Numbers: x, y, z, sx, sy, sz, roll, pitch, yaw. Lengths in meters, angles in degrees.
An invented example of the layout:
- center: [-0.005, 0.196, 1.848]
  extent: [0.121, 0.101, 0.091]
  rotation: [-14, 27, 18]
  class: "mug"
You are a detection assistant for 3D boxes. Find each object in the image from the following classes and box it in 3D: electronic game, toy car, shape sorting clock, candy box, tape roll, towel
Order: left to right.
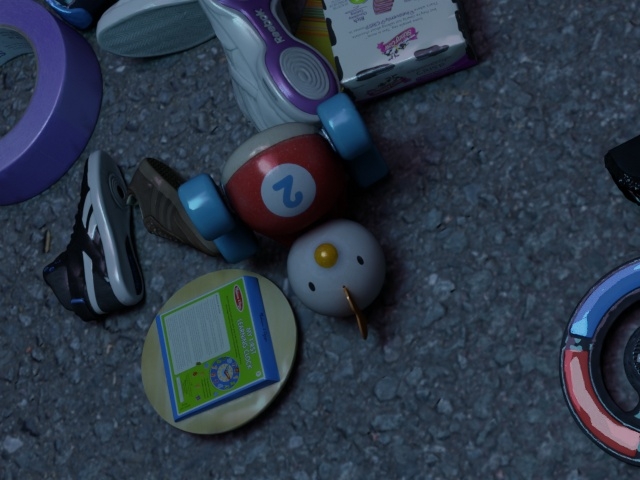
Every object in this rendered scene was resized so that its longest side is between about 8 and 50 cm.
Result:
- center: [-0.434, -0.190, 2.097]
  extent: [0.274, 0.090, 0.275]
  rotation: [-10, 66, 25]
  class: "tape roll"
- center: [-0.120, 0.131, 1.832]
  extent: [0.206, 0.040, 0.206]
  rotation: [-13, 62, 25]
  class: "shape sorting clock"
- center: [0.000, 0.000, 1.736]
  extent: [0.219, 0.210, 0.238]
  rotation: [-31, 72, 2]
  class: "toy car"
- center: [0.002, -0.221, 1.914]
  extent: [0.102, 0.021, 0.237]
  rotation: [11, 77, 35]
  class: "towel"
- center: [0.082, -0.299, 1.847]
  extent: [0.159, 0.071, 0.233]
  rotation: [-17, 68, 14]
  class: "candy box"
- center: [0.353, 0.120, 1.573]
  extent: [0.229, 0.048, 0.229]
  rotation: [-10, 67, 25]
  class: "electronic game"

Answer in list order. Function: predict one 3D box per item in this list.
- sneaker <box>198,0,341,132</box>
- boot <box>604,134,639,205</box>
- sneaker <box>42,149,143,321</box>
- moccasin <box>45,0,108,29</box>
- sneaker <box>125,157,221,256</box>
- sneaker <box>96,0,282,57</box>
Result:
- center: [-0.087, -0.230, 1.859]
  extent: [0.305, 0.114, 0.152]
  rotation: [64, 150, 24]
  class: "sneaker"
- center: [0.387, -0.136, 1.623]
  extent: [0.207, 0.094, 0.246]
  rotation: [-29, 66, 12]
  class: "boot"
- center: [-0.304, -0.003, 1.960]
  extent: [0.121, 0.079, 0.217]
  rotation: [-22, 64, 19]
  class: "sneaker"
- center: [-0.389, -0.435, 2.159]
  extent: [0.117, 0.138, 0.342]
  rotation: [-42, 71, 3]
  class: "moccasin"
- center: [-0.177, -0.025, 1.920]
  extent: [0.188, 0.066, 0.071]
  rotation: [48, 114, 38]
  class: "sneaker"
- center: [-0.164, -0.357, 2.011]
  extent: [0.292, 0.108, 0.169]
  rotation: [-20, 61, 10]
  class: "sneaker"
